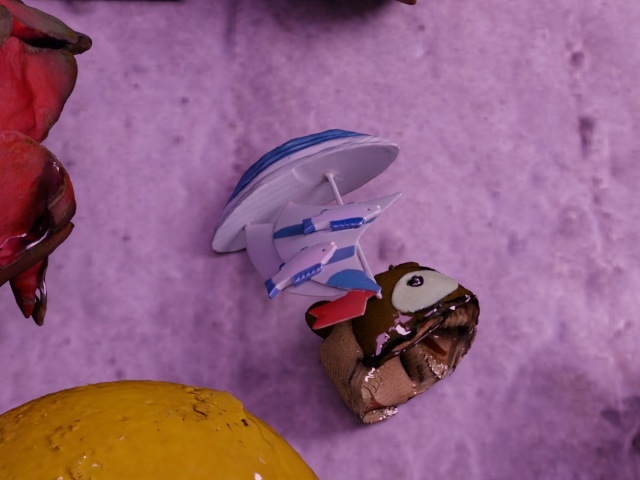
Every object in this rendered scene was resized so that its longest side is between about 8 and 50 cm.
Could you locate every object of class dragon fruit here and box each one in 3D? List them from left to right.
[{"bbox_3d":[-0.211,-0.051,0.607,0.274,0.193,0.192,-33,63,-29],"label":"dragon fruit"}]

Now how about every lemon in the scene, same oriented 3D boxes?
[{"bbox_3d":[-0.077,0.142,0.526,0.206,0.173,0.173,-8,61,-34],"label":"lemon"}]

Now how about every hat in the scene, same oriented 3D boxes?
[{"bbox_3d":[0.033,0.044,0.636,0.077,0.076,0.059,-36,58,-15],"label":"hat"}]

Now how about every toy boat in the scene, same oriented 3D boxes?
[{"bbox_3d":[-0.010,-0.001,0.658,0.105,0.034,0.149,-13,43,21],"label":"toy boat"}]

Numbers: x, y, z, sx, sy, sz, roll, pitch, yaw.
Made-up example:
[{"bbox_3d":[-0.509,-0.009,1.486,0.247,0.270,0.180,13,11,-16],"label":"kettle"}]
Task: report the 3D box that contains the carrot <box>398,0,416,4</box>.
[{"bbox_3d":[-0.046,-0.250,0.723,0.254,0.196,0.196,12,63,7],"label":"carrot"}]
